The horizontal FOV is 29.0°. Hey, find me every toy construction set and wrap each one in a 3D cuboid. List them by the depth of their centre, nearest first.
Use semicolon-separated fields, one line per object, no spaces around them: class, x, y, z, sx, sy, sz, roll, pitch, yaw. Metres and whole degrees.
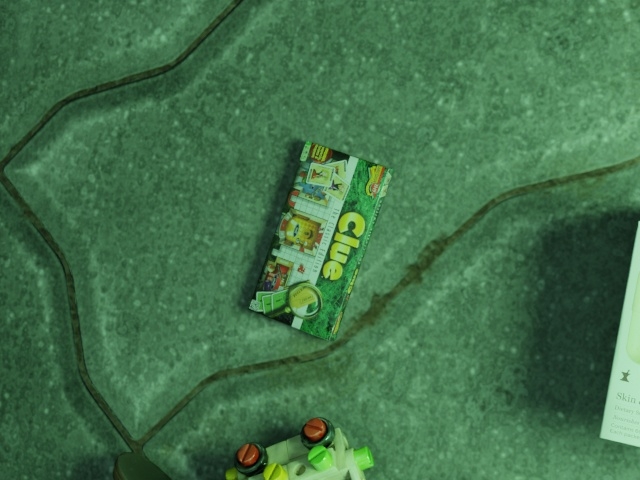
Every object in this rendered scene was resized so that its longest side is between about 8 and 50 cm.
toy construction set;-0.031;0.368;1.670;0.328;0.151;0.215;-12;47;0

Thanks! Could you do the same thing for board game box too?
board game box;0.000;0.000;1.769;0.136;0.030;0.259;19;92;18

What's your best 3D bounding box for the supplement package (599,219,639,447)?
supplement package;0.465;0.111;1.483;0.199;0.198;0.262;11;100;20

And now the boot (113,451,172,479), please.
boot;-0.220;0.446;1.776;0.115;0.112;0.305;-43;76;23
